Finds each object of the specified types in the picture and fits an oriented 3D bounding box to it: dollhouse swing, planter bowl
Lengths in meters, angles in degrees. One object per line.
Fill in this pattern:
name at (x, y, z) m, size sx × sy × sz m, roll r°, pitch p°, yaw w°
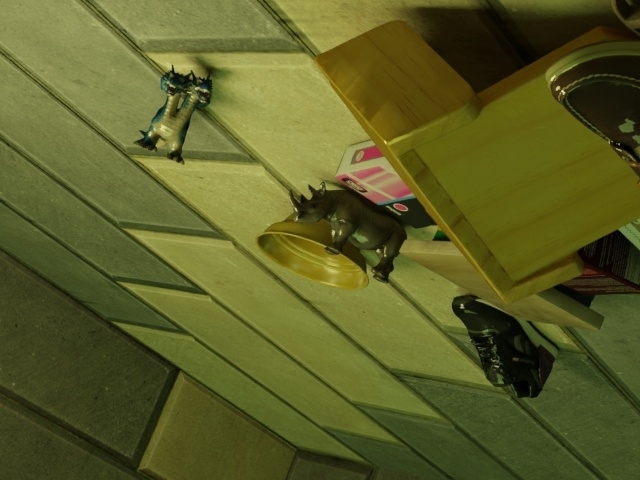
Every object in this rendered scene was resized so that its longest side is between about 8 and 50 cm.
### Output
dollhouse swing at (0.240, -0.149, 1.658) m, size 0.347 × 0.305 × 0.315 m, roll 48°, pitch -175°, yaw -41°
planter bowl at (0.000, 0.000, 2.370) m, size 0.217 × 0.090 × 0.217 m, roll 20°, pitch 161°, yaw 7°

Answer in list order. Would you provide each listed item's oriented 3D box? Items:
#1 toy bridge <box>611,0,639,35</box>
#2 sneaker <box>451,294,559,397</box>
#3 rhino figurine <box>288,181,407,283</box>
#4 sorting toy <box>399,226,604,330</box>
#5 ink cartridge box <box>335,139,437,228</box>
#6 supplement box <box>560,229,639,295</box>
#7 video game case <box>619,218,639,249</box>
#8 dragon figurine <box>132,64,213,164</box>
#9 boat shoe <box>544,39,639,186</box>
toy bridge at (0.352, -0.241, 1.418) m, size 0.188 × 0.026 × 0.063 m, roll 36°, pitch 158°, yaw -35°
sneaker at (0.342, 0.206, 2.499) m, size 0.283 × 0.124 × 0.107 m, roll 35°, pitch 157°, yaw -34°
rhino figurine at (0.044, -0.026, 2.227) m, size 0.243 × 0.106 × 0.073 m, roll 30°, pitch 168°, yaw -24°
sorting toy at (0.293, 0.039, 2.105) m, size 0.255 × 0.089 × 0.257 m, roll 28°, pitch 172°, yaw -18°
ink cartridge box at (0.194, -0.099, 1.937) m, size 0.176 × 0.069 × 0.371 m, roll 32°, pitch 157°, yaw -26°
supplement box at (0.359, 0.014, 1.901) m, size 0.239 × 0.073 × 0.130 m, roll 23°, pitch 163°, yaw -36°
video game case at (0.519, -0.016, 1.780) m, size 0.210 × 0.042 × 0.232 m, roll 39°, pitch 152°, yaw -28°
dragon figurine at (-0.226, -0.200, 2.083) m, size 0.085 × 0.144 × 0.289 m, roll 24°, pitch -179°, yaw -9°
boat shoe at (0.388, -0.114, 1.455) m, size 0.342 × 0.123 × 0.123 m, roll 20°, pitch 145°, yaw -35°
